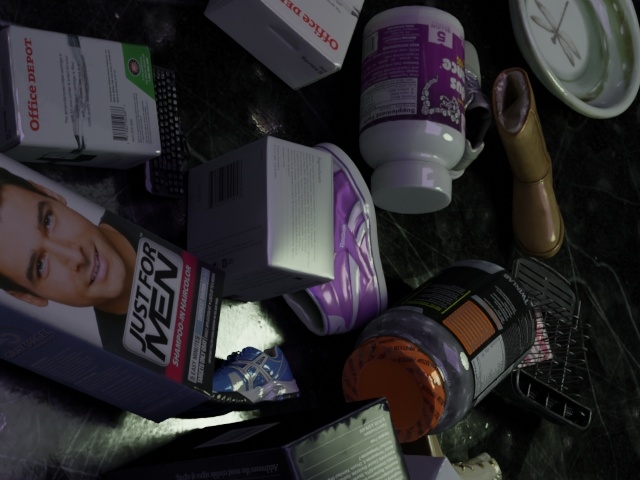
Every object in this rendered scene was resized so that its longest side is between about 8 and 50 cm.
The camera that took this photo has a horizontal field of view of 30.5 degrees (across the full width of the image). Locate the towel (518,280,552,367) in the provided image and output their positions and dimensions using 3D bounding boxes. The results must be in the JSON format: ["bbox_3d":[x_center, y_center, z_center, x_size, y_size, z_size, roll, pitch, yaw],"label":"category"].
[{"bbox_3d":[0.331,0.152,2.021,0.197,0.029,0.144,-9,85,-44],"label":"towel"}]

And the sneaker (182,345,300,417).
[{"bbox_3d":[-0.117,0.188,1.569,0.211,0.080,0.081,2,70,-53],"label":"sneaker"}]

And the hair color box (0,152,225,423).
[{"bbox_3d":[-0.296,0.058,1.387,0.374,0.114,0.185,30,47,-33],"label":"hair color box"}]

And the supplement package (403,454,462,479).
[{"bbox_3d":[0.084,0.406,1.581,0.149,0.203,0.194,55,48,-31],"label":"supplement package"}]

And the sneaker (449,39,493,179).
[{"bbox_3d":[0.252,-0.234,1.988,0.099,0.121,0.262,17,64,-24],"label":"sneaker"}]

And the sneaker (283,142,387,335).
[{"bbox_3d":[0.001,0.000,1.712,0.161,0.102,0.282,-14,88,-41],"label":"sneaker"}]

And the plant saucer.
[{"bbox_3d":[0.472,-0.418,2.271,0.401,0.101,0.400,13,70,-40],"label":"plant saucer"}]

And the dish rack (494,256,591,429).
[{"bbox_3d":[0.387,0.169,2.003,0.208,0.074,0.271,31,61,-36],"label":"dish rack"}]

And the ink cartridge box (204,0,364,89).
[{"bbox_3d":[-0.036,-0.400,1.782,0.198,0.115,0.272,37,55,-29],"label":"ink cartridge box"}]

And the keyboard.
[{"bbox_3d":[-0.208,-0.146,1.592,0.108,0.023,0.180,10,73,-63],"label":"keyboard"}]

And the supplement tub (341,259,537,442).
[{"bbox_3d":[0.176,0.163,1.738,0.316,0.194,0.193,-29,98,-51],"label":"supplement tub"}]

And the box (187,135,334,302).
[{"bbox_3d":[-0.082,-0.024,1.582,0.119,0.181,0.181,12,70,-40],"label":"box"}]

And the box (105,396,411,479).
[{"bbox_3d":[-0.049,0.377,1.383,0.179,0.343,0.312,-19,90,-46],"label":"box"}]

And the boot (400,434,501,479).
[{"bbox_3d":[0.202,0.353,1.811,0.165,0.077,0.213,-18,96,-44],"label":"boot"}]

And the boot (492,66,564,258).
[{"bbox_3d":[0.348,-0.125,2.000,0.269,0.089,0.236,57,26,-59],"label":"boot"}]

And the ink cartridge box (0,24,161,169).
[{"bbox_3d":[-0.315,-0.176,1.475,0.208,0.087,0.153,3,77,-44],"label":"ink cartridge box"}]

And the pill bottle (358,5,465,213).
[{"bbox_3d":[0.146,-0.203,1.856,0.169,0.169,0.301,17,67,-39],"label":"pill bottle"}]
